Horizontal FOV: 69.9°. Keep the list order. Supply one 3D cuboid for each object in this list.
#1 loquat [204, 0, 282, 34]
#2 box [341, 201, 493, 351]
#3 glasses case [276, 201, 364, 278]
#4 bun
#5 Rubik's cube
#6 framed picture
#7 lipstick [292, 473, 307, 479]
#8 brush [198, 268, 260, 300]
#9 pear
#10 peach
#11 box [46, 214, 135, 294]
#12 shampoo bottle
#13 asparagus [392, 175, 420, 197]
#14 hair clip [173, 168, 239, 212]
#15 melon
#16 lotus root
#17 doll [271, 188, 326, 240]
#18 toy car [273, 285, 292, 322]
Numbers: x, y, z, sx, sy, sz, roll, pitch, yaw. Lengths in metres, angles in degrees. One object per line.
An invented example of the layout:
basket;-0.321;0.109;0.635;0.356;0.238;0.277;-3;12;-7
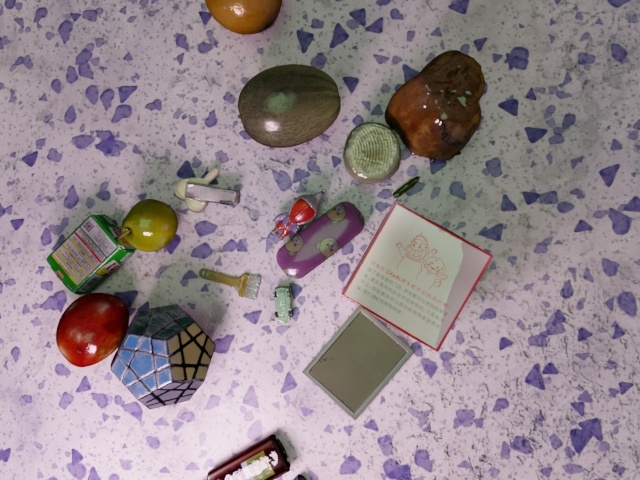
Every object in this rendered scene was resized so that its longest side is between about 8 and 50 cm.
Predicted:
loquat;-0.247;-0.807;1.475;0.263;0.263;0.263;0;87;6
box;0.266;0.101;1.337;0.314;0.300;0.312;30;91;7
glasses case;0.000;0.000;1.486;0.316;0.076;0.123;-38;84;3
bun;0.162;-0.278;1.465;0.195;0.118;0.195;0;92;3
Rubik's cube;-0.488;0.358;1.426;0.319;0.264;0.319;0;87;7
framed picture;0.120;0.391;1.480;0.232;0.019;0.296;41;91;7
lipstick;-0.138;0.847;1.471;0.234;0.053;0.053;-44;83;7
brush;-0.311;0.137;1.548;0.218;0.010;0.083;14;89;8
pear;-0.570;-0.046;1.486;0.180;0.216;0.166;-35;81;36
peach;-0.729;0.281;1.475;0.199;0.243;0.243;32;91;-29
box;-0.779;0.048;1.561;0.250;0.103;0.180;-43;83;1
shampoo bottle;-0.261;0.755;1.469;0.323;0.084;0.129;-30;81;4
asparagus;0.281;-0.174;1.493;0.108;0.021;0.025;-37;88;3
hair clip;-0.383;-0.168;1.544;0.218;0.071;0.159;8;85;1
melon;-0.099;-0.422;1.442;0.329;0.248;0.249;-12;85;2
lotus root;0.388;-0.417;1.406;0.316;0.250;0.316;0;85;-4
doll;-0.066;-0.089;1.500;0.102;0.075;0.227;44;102;-7
toy car;-0.122;0.211;1.510;0.059;0.035;0.122;-4;95;6
